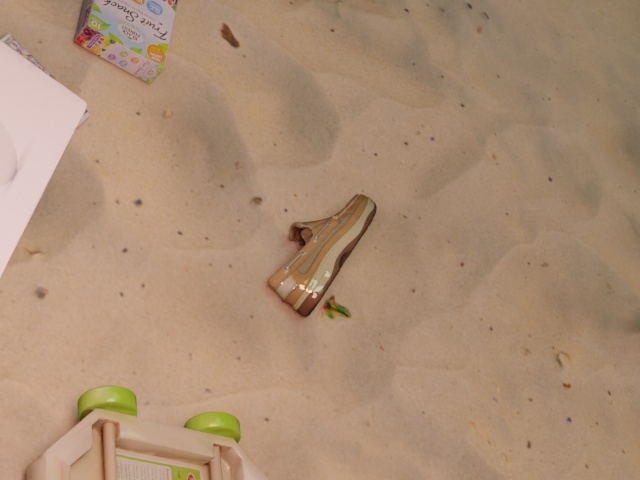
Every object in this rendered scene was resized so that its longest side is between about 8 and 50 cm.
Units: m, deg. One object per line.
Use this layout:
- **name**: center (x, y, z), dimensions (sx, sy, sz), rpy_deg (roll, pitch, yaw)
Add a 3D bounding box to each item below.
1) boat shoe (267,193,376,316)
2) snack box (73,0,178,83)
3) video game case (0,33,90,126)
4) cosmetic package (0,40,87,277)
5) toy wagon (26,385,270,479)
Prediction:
- **boat shoe**: center (0.000, 0.000, 2.098), dimensions (0.072, 0.068, 0.190), rpy_deg (34, 42, 0)
- **snack box**: center (-0.213, -0.254, 2.119), dimensions (0.100, 0.037, 0.141), rpy_deg (27, 45, -22)
- **video game case**: center (-0.305, -0.152, 1.979), dimensions (0.122, 0.011, 0.087), rpy_deg (45, 40, -5)
- **cosmetic package**: center (-0.334, -0.069, 1.447), dimensions (0.225, 0.138, 0.224), rpy_deg (38, 43, -18)
- **toy wagon**: center (-0.111, 0.286, 1.776), dimensions (0.344, 0.068, 0.267), rpy_deg (17, 50, -33)
